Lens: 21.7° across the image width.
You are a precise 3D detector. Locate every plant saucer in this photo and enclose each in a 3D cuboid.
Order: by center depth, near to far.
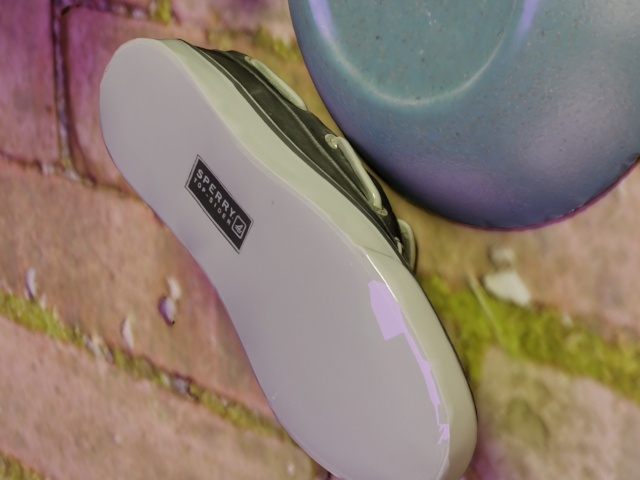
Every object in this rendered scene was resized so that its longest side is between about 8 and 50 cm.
[{"bbox_3d":[0.042,-0.098,0.574,0.195,0.037,0.195,14,109,44],"label":"plant saucer"}]

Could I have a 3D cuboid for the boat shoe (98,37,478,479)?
[{"bbox_3d":[0.000,0.000,0.616,0.219,0.070,0.078,54,130,29],"label":"boat shoe"}]
